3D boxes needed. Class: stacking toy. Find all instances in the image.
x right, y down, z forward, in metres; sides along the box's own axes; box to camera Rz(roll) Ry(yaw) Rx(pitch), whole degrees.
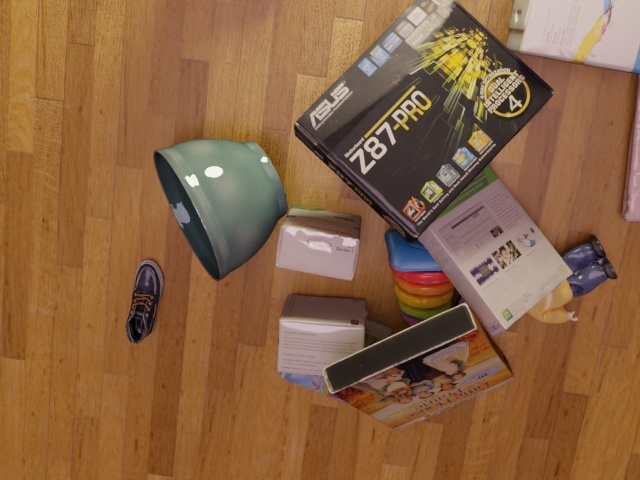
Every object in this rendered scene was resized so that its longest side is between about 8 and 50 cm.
[{"bbox_3d":[0.223,0.129,1.752,0.165,0.175,0.302,-1,117,-2],"label":"stacking toy"}]

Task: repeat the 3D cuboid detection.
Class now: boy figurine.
[{"bbox_3d":[0.487,0.105,1.741,0.285,0.092,0.177,-30,93,13],"label":"boy figurine"}]

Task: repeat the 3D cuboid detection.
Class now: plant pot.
[{"bbox_3d":[-0.191,-0.091,1.668,0.196,0.293,0.293,-28,102,-17],"label":"plant pot"}]

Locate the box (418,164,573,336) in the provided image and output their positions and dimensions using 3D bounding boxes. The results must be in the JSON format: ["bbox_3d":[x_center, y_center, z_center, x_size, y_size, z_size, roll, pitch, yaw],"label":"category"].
[{"bbox_3d":[0.333,0.001,1.633,0.232,0.058,0.322,-31,82,-31],"label":"box"}]

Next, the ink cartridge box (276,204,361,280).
[{"bbox_3d":[0.000,0.000,1.686,0.160,0.219,0.093,10,105,2],"label":"ink cartridge box"}]

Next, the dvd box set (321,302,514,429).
[{"bbox_3d":[0.218,0.276,1.670,0.307,0.420,0.062,-26,61,11],"label":"dvd box set"}]

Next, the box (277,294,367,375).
[{"bbox_3d":[0.007,0.201,1.734,0.181,0.181,0.119,4,104,3],"label":"box"}]

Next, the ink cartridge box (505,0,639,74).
[{"bbox_3d":[0.516,-0.435,1.544,0.270,0.198,0.197,10,106,1],"label":"ink cartridge box"}]

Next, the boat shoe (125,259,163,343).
[{"bbox_3d":[-0.397,0.139,1.823,0.065,0.083,0.183,7,105,2],"label":"boat shoe"}]

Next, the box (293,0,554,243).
[{"bbox_3d":[0.196,-0.242,1.549,0.318,0.097,0.395,44,84,6],"label":"box"}]

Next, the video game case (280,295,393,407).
[{"bbox_3d":[0.036,0.257,1.852,0.193,0.023,0.212,23,105,-2],"label":"video game case"}]

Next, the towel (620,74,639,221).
[{"bbox_3d":[0.799,-0.190,1.662,0.331,0.053,0.317,1,104,4],"label":"towel"}]

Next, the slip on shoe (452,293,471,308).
[{"bbox_3d":[0.311,0.163,1.795,0.041,0.051,0.135,25,97,0],"label":"slip on shoe"}]
